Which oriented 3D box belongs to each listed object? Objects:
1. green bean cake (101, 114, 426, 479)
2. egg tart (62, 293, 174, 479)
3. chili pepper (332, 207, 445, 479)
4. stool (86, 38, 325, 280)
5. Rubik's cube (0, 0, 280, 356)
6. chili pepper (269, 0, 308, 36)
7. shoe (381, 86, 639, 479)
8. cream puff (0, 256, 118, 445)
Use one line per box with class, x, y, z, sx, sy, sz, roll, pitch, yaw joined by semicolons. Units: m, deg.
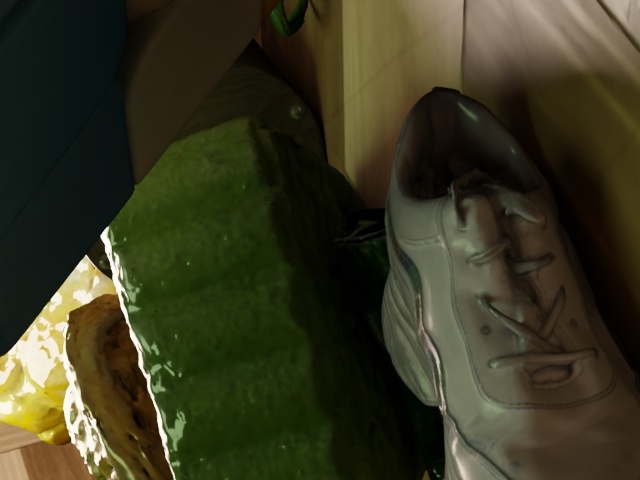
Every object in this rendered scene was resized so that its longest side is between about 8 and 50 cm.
green bean cake;-0.022;0.057;0.956;0.248;0.125;0.222;27;-135;-76
egg tart;-0.107;0.168;1.320;0.291;0.107;0.291;43;-159;-21
chili pepper;0.071;0.087;0.911;0.088;0.059;0.227;-66;-43;-76
stool;-0.122;-0.097;1.191;0.264;0.179;0.179;-127;25;-54
Rubik's cube;-0.192;-0.218;0.704;0.346;0.347;0.344;28;156;10
chili pepper;-0.053;-0.248;0.989;0.100;0.074;0.257;-175;75;-79
shoe;0.082;0.040;0.712;0.245;0.095;0.137;-114;12;-54
cream puff;-0.288;0.074;1.959;0.324;0.291;0.257;49;-175;30
